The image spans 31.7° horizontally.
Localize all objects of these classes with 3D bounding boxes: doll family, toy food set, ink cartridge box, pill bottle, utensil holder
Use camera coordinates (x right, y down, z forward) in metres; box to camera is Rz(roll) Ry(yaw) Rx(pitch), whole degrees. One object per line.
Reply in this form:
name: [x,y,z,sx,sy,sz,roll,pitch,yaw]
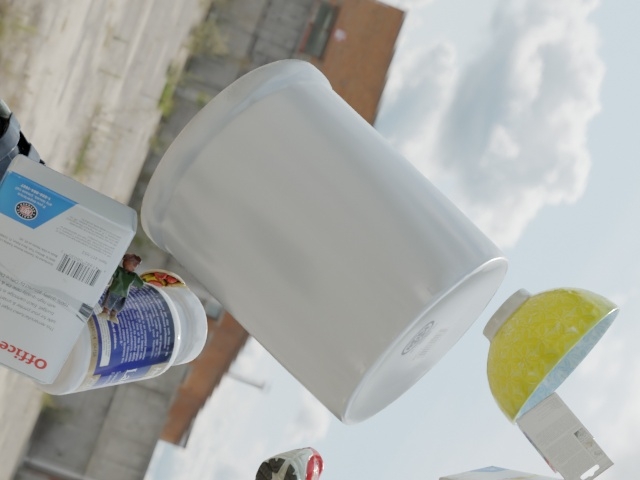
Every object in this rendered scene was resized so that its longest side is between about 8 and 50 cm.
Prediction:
doll family: [-0.307,0.026,1.428,0.193,0.076,0.111,32,78,-54]
toy food set: [-0.264,0.075,1.873,0.083,0.083,0.020,-11,-126,28]
ink cartridge box: [0.319,0.426,1.822,0.231,0.134,0.078,-3,-90,51]
ink cartridge box: [0.298,0.248,1.373,0.063,0.115,0.029,-35,149,-5]
ink cartridge box: [-0.293,0.030,1.155,0.190,0.140,0.082,-59,-165,14]
pill bottle: [-0.308,0.141,1.704,0.265,0.153,0.153,-5,125,-50]
utensil holder: [0.007,0.005,1.494,0.327,0.385,0.327,-39,159,-18]

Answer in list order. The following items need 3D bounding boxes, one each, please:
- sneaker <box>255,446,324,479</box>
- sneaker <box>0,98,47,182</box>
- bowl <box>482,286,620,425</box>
sneaker: [-0.056,0.456,1.821,0.118,0.107,0.279,-14,130,-51]
sneaker: [-0.518,-0.137,1.783,0.127,0.321,0.126,-39,-147,25]
bowl: [0.390,0.178,2.042,0.289,0.156,0.289,-40,160,-18]
